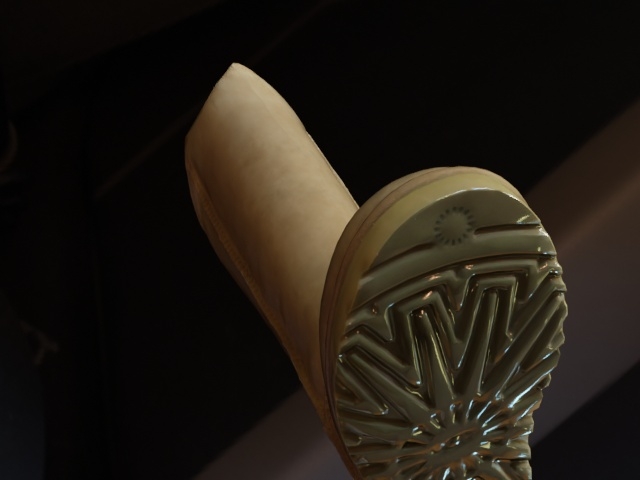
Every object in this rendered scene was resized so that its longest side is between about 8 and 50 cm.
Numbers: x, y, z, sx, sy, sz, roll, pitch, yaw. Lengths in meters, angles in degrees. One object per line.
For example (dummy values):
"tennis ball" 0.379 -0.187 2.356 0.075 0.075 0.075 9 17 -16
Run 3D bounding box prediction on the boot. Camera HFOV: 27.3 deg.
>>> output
"boot" 0.000 0.000 0.592 0.089 0.269 0.236 -15 133 -15
